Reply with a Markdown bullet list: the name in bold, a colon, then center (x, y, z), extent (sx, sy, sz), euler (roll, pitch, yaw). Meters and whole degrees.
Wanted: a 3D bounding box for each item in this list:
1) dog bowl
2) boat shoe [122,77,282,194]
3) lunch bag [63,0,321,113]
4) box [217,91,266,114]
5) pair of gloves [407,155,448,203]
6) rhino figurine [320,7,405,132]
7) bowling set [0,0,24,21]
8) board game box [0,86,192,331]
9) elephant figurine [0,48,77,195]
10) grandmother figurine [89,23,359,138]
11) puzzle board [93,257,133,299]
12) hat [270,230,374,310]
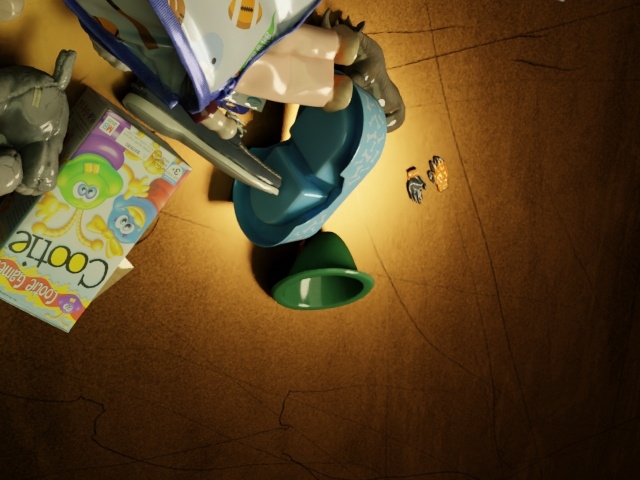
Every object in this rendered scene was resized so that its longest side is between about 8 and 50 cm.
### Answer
- **dog bowl**: center (-0.015, -0.114, 1.193), extent (0.074, 0.166, 0.297), euler (5, 136, -45)
- **boat shoe**: center (-0.154, -0.154, 1.141), extent (0.255, 0.095, 0.079), euler (32, 80, -12)
- **lunch bag**: center (-0.143, -0.371, 0.820), extent (0.328, 0.239, 0.385), euler (-50, 119, -19)
- **box**: center (-0.106, -0.250, 1.180), extent (0.081, 0.028, 0.136), euler (13, 106, -34)
- **pair of gloves**: center (0.192, -0.107, 1.436), extent (0.083, 0.010, 0.074), euler (-27, 125, -14)
- **rhino figurine**: center (0.058, -0.253, 1.245), extent (0.106, 0.073, 0.243), euler (-34, 125, -6)
- **bowling set**: center (-0.494, -0.291, 0.887), extent (0.287, 0.154, 0.200), euler (28, 117, -38)
- **board game box**: center (-0.324, -0.044, 1.079), extent (0.142, 0.144, 0.275), euler (37, 93, -32)
- **elephant figurine**: center (-0.424, -0.134, 0.989), extent (0.186, 0.239, 0.169), euler (-14, 102, -41)
- **grandmother figurine**: center (-0.120, -0.233, 1.011), extent (0.343, 0.104, 0.207), euler (6, 87, -31)
- **puzzle board**: center (-0.353, 0.028, 1.193), extent (0.096, 0.011, 0.128), euler (-39, 127, -6)
- **hat**: center (0.000, 0.000, 1.374), extent (0.173, 0.183, 0.208), euler (6, 153, -25)
